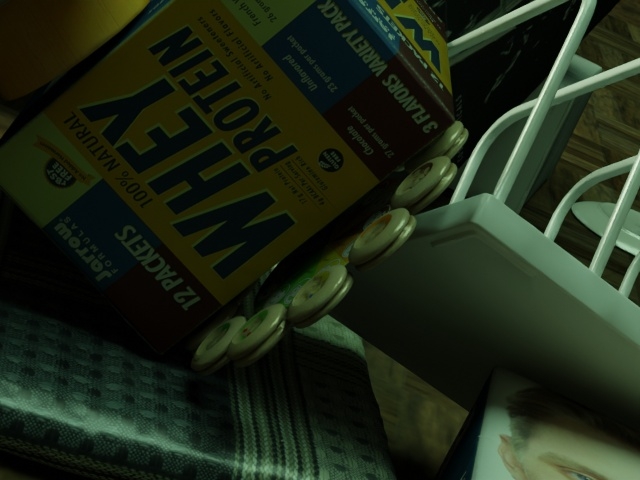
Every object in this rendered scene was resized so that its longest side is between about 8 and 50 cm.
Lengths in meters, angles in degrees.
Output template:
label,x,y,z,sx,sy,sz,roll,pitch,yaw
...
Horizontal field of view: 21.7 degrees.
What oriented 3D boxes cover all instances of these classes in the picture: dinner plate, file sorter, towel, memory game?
label,x,y,z,sx,sy,sz,roll,pitch,yaw
dinner plate,0.317,-0.009,1.670,0.141,0.017,0.141,21,20,-8
file sorter,0.164,0.015,0.923,0.277,0.173,0.193,35,-25,-19
towel,-0.115,0.047,0.931,0.312,0.056,0.324,17,21,-12
memory game,0.000,0.000,0.844,0.012,0.186,0.186,48,13,-14

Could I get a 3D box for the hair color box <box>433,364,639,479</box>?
label,x,y,z,sx,sy,sz,roll,pitch,yaw
hair color box,0.119,0.185,0.727,0.174,0.105,0.347,25,17,2

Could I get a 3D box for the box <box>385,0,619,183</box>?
label,x,y,z,sx,sy,sz,roll,pitch,yaw
box,0.117,-0.355,1.318,0.297,0.472,0.480,41,-12,19

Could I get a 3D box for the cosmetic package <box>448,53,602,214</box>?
label,x,y,z,sx,sy,sz,roll,pitch,yaw
cosmetic package,0.138,-0.149,1.641,0.224,0.138,0.224,27,17,9

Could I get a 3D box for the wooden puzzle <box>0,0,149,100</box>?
label,x,y,z,sx,sy,sz,roll,pitch,yaw
wooden puzzle,-0.202,-0.104,0.890,0.080,0.322,0.348,56,10,-14

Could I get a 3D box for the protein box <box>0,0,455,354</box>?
label,x,y,z,sx,sy,sz,roll,pitch,yaw
protein box,-0.047,-0.081,0.901,0.136,0.200,0.201,48,16,-14
